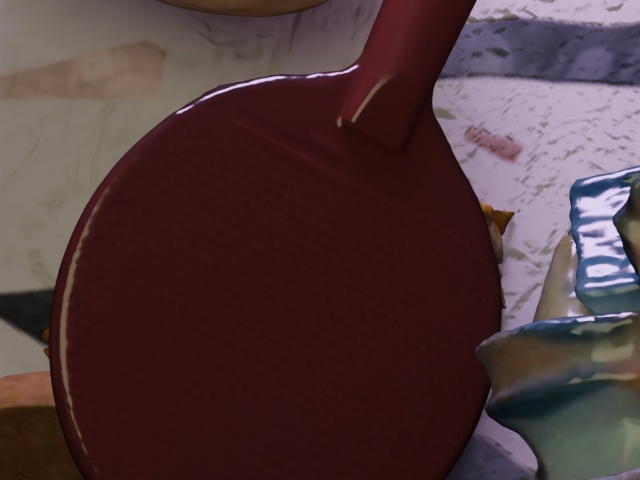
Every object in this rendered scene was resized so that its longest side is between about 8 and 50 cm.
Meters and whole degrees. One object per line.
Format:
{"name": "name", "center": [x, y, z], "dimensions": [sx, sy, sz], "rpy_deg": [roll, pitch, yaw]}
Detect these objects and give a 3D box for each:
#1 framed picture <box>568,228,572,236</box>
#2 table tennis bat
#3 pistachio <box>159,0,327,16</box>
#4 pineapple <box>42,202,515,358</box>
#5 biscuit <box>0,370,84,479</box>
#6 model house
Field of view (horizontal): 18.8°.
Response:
{"name": "framed picture", "center": [0.313, 0.031, 0.935], "dimensions": [0.240, 0.020, 0.324], "rpy_deg": [-43, 71, -3]}
{"name": "table tennis bat", "center": [0.000, 0.000, 0.862], "dimensions": [0.200, 0.038, 0.310], "rpy_deg": [28, 75, -12]}
{"name": "pistachio", "center": [-0.075, -0.219, 1.000], "dimensions": [0.299, 0.187, 0.187], "rpy_deg": [20, 78, 12]}
{"name": "pineapple", "center": [-0.017, 0.068, 0.931], "dimensions": [0.250, 0.140, 0.164], "rpy_deg": [-10, 73, 5]}
{"name": "biscuit", "center": [-0.127, 0.124, 0.927], "dimensions": [0.221, 0.142, 0.029], "rpy_deg": [-36, 24, 35]}
{"name": "model house", "center": [0.143, 0.034, 0.832], "dimensions": [0.194, 0.267, 0.325], "rpy_deg": [-8, 74, 14]}
